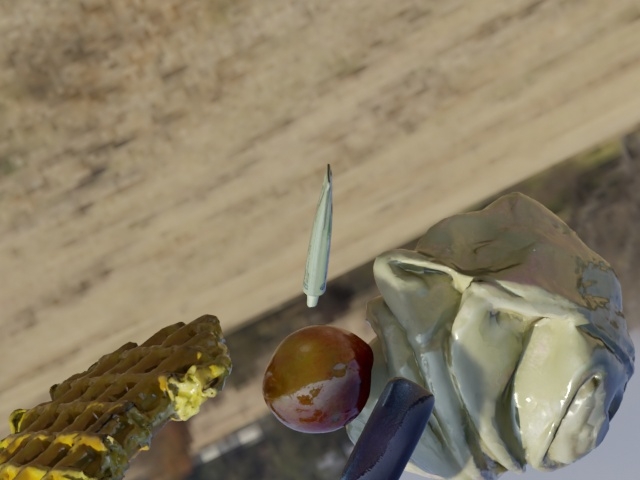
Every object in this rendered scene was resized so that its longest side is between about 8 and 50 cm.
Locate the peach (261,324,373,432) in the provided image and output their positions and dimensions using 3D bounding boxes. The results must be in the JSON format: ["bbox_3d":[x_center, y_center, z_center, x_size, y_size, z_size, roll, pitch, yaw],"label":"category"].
[{"bbox_3d":[0.000,0.122,1.473,0.101,0.100,0.101,-26,176,-2],"label":"peach"}]

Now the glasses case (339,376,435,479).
[{"bbox_3d":[0.041,0.122,1.022,0.023,0.033,0.083,-2,-124,59],"label":"glasses case"}]

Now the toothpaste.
[{"bbox_3d":[0.000,0.000,2.065,0.029,0.197,0.048,6,-147,-3],"label":"toothpaste"}]

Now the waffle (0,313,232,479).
[{"bbox_3d":[-0.192,0.160,1.500,0.291,0.051,0.291,-30,-165,9],"label":"waffle"}]

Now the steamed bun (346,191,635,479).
[{"bbox_3d":[0.174,0.121,1.573,0.280,0.207,0.268,-25,131,-37],"label":"steamed bun"}]
